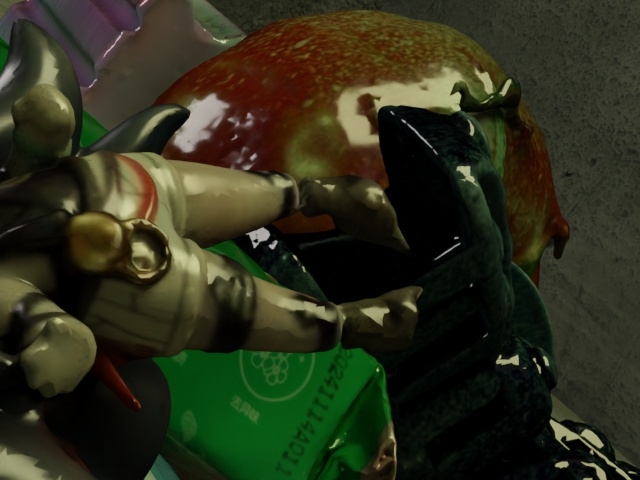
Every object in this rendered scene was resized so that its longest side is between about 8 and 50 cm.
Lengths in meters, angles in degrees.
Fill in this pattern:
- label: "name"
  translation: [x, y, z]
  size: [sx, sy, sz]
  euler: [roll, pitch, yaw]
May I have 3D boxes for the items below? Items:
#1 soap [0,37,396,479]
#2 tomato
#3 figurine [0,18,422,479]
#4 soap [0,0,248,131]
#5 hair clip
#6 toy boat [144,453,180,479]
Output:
- label: "soap"
  translation: [-0.113, 0.011, 0.807]
  size: [0.273, 0.098, 0.218]
  euler: [40, -25, -27]
- label: "tomato"
  translation: [0.000, 0.000, 1.244]
  size: [0.239, 0.303, 0.303]
  euler: [21, -5, 37]
- label: "figurine"
  translation: [-0.120, 0.018, 0.490]
  size: [0.265, 0.197, 0.175]
  euler: [30, 10, -31]
- label: "soap"
  translation: [-0.174, -0.133, 1.539]
  size: [0.109, 0.193, 0.324]
  euler: [37, 4, -25]
- label: "hair clip"
  translation: [0.057, 0.090, 0.984]
  size: [0.310, 0.194, 0.206]
  euler: [63, -7, -9]
- label: "toy boat"
  translation: [-0.126, 0.066, 0.655]
  size: [0.102, 0.088, 0.215]
  euler: [26, 13, -49]
